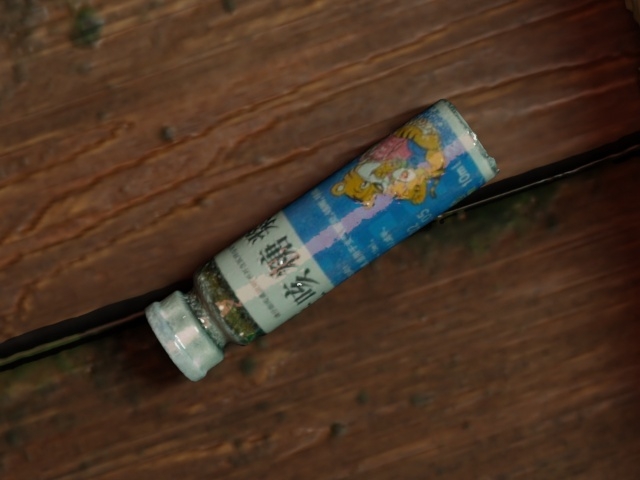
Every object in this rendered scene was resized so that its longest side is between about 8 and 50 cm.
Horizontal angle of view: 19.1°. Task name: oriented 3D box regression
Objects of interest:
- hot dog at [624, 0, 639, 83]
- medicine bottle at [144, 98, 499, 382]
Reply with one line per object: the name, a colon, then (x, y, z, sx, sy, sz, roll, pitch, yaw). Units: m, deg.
hot dog: (0.349, -0.107, 0.909, 0.365, 0.196, 0.367, -15, 99, -4)
medicine bottle: (0.000, 0.000, 0.974, 0.191, 0.051, 0.051, -36, 96, 2)
